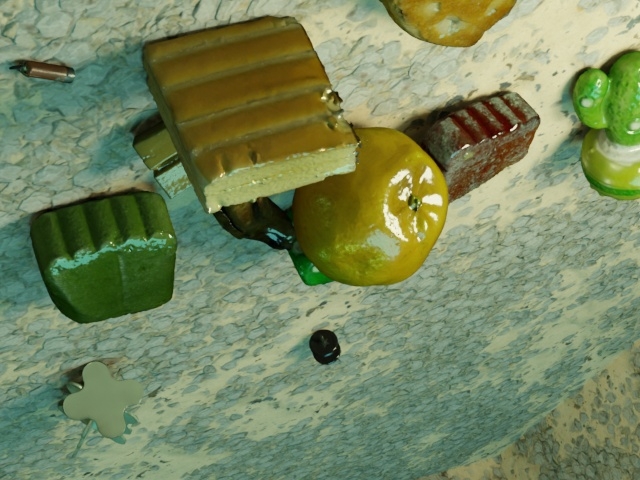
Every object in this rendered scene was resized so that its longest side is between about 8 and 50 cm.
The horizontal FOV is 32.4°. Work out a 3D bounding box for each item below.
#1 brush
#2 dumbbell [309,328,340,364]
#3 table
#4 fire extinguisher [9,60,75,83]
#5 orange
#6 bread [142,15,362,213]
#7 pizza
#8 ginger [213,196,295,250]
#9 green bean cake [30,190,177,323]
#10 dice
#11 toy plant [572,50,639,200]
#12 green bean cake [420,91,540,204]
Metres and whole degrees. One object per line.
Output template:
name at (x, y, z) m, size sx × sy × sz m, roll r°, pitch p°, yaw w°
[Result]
brush at (-0.157, -0.167, 1.646) m, size 0.233 × 0.047 × 0.103 m, roll -31°, pitch 115°, yaw 8°
dumbbell at (0.011, 0.251, 2.593) m, size 0.069 × 0.069 × 0.147 m, roll -24°, pitch 154°, yaw -2°
table at (-0.468, 0.362, 2.300) m, size 0.166 × 0.167 × 0.198 m, roll -12°, pitch 158°, yaw -25°
fire extinguisher at (-0.365, -0.221, 1.445) m, size 0.083 × 0.022 × 0.028 m, roll 2°, pitch 173°, yaw -43°
orange at (0.087, -0.056, 1.861) m, size 0.235 × 0.279 × 0.279 m, roll 9°, pitch -178°, yaw 43°
bread at (-0.090, -0.178, 1.521) m, size 0.246 × 0.239 × 0.111 m, roll -18°, pitch 158°, yaw -18°
pizza at (0.199, -0.402, 1.494) m, size 0.277 × 0.114 × 0.409 m, roll -26°, pitch 155°, yaw 4°
ginger at (-0.130, -0.081, 1.814) m, size 0.133 × 0.107 × 0.309 m, roll -20°, pitch 150°, yaw -4°
green bean cake at (-0.352, 0.033, 1.819) m, size 0.222 × 0.125 × 0.248 m, roll -15°, pitch 150°, yaw -16°
dice at (0.000, 0.000, 2.050) m, size 0.128 × 0.131 × 0.120 m, roll -24°, pitch 152°, yaw 1°
toy plant at (0.600, -0.230, 2.115) m, size 0.224 × 0.185 × 0.316 m, roll -9°, pitch 144°, yaw 8°
green bean cake at (0.274, -0.163, 1.993) m, size 0.232 × 0.097 × 0.199 m, roll -26°, pitch 153°, yaw -23°
